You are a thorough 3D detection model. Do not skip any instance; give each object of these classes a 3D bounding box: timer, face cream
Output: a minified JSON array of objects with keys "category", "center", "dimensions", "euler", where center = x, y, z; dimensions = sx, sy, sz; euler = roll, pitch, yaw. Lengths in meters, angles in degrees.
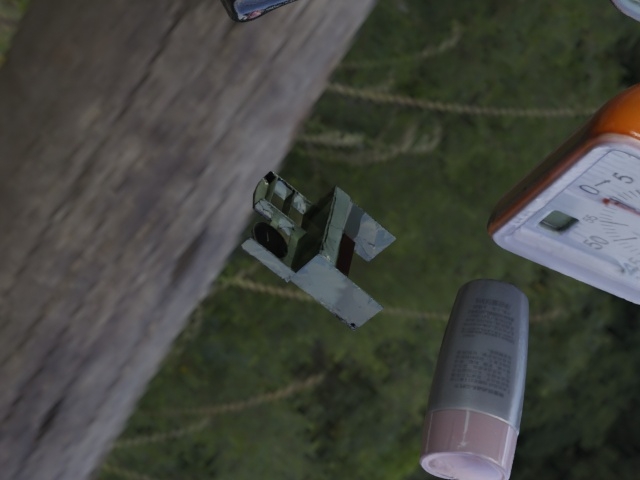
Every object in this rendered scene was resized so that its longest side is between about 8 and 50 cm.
[{"category":"timer","center":[0.290,-0.036,1.349],"dimensions":[0.257,0.250,0.161],"euler":[131,-36,-66]},{"category":"face cream","center":[0.144,0.127,1.501],"dimensions":[0.057,0.084,0.198],"euler":[95,9,-52]}]

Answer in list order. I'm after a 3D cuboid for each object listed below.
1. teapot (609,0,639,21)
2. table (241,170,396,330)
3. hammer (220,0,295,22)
[{"category":"teapot","center":[0.413,-0.287,1.560],"dimensions":[0.233,0.315,0.312],"euler":[-76,148,-41]},{"category":"table","center":[0.000,0.000,1.959],"dimensions":[0.062,0.175,0.146],"euler":[-41,-160,30]},{"category":"hammer","center":[0.060,-0.206,1.166],"dimensions":[0.288,0.033,0.111],"euler":[-21,168,-20]}]
